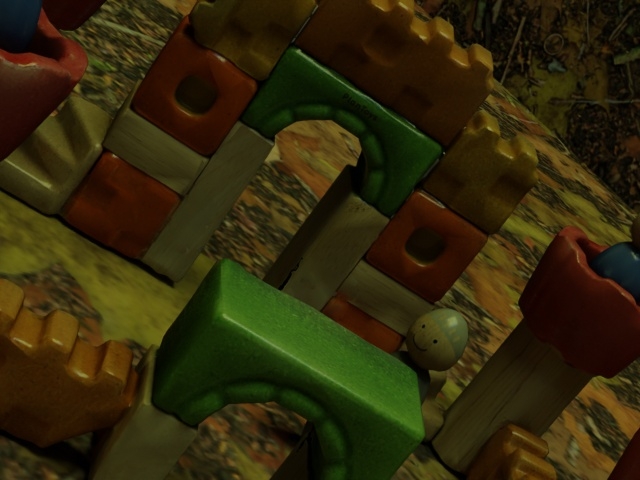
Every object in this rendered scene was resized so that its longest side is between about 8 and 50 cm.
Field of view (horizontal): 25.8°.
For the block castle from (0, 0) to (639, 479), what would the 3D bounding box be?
[{"bbox_3d":[0.000,0.000,0.684,0.453,0.213,0.303,32,19,-14],"label":"block castle"}]
